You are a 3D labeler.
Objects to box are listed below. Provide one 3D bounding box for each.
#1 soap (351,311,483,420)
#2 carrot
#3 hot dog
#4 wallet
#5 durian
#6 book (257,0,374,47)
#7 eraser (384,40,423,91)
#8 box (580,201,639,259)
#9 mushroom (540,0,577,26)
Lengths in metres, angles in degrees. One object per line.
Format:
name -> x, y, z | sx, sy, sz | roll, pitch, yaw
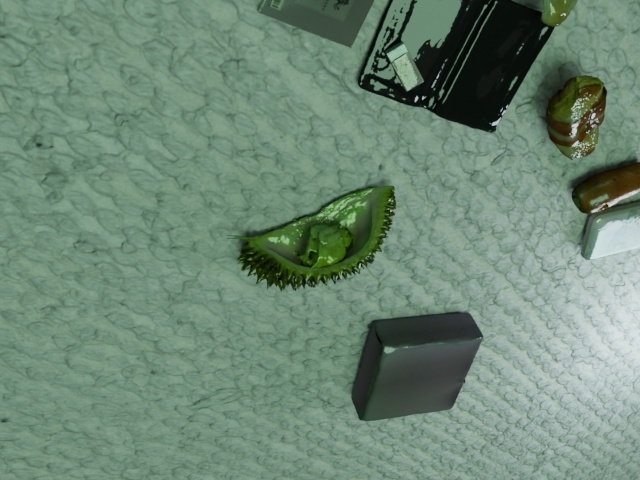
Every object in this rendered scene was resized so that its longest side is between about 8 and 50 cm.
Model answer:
soap -> 0.243, 0.332, 1.749 | 0.285, 0.107, 0.296 | -2, 128, -20
carrot -> 0.675, -0.126, 1.549 | 0.193, 0.087, 0.087 | -24, 133, -3
hot dog -> 0.513, -0.260, 1.368 | 0.123, 0.093, 0.261 | -33, 148, -4
wallet -> 0.245, -0.338, 1.229 | 0.323, 0.041, 0.247 | 13, 123, -21
durian -> -0.002, 0.010, 1.410 | 0.356, 0.157, 0.169 | -19, 97, -6
book -> 0.002, -0.400, 1.103 | 0.182, 0.014, 0.127 | 12, 123, -28
eraser -> 0.148, -0.308, 1.193 | 0.038, 0.019, 0.083 | -29, 125, 12
box -> 0.792, -0.036, 1.697 | 0.285, 0.044, 0.142 | -12, 127, -12
mushroom -> 0.425, -0.526, 1.105 | 0.087, 0.107, 0.333 | -40, 154, -50
